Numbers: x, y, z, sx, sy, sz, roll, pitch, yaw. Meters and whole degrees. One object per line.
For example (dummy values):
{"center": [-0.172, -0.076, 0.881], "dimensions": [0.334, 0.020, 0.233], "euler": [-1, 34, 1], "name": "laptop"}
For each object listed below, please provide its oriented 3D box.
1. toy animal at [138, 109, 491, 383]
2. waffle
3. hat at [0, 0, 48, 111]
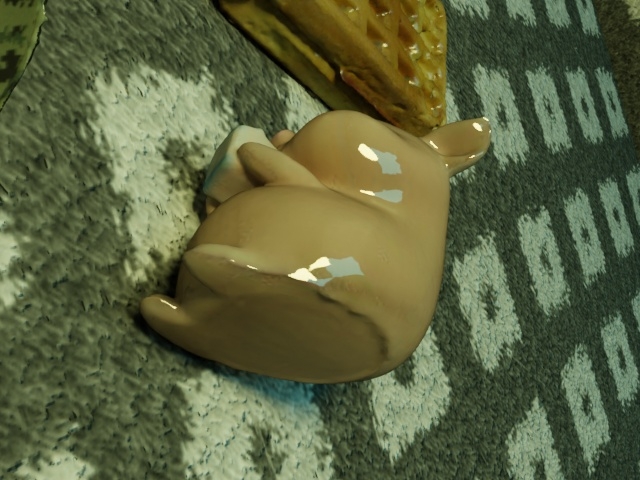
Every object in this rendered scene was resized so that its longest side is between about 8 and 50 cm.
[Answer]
{"center": [0.000, -0.004, 0.639], "dimensions": [0.213, 0.195, 0.256], "euler": [29, 49, -14], "name": "toy animal"}
{"center": [0.032, -0.254, 0.843], "dimensions": [0.328, 0.098, 0.224], "euler": [35, 52, -41], "name": "waffle"}
{"center": [-0.248, -0.134, 0.362], "dimensions": [0.265, 0.266, 0.128], "euler": [62, 1, -17], "name": "hat"}
